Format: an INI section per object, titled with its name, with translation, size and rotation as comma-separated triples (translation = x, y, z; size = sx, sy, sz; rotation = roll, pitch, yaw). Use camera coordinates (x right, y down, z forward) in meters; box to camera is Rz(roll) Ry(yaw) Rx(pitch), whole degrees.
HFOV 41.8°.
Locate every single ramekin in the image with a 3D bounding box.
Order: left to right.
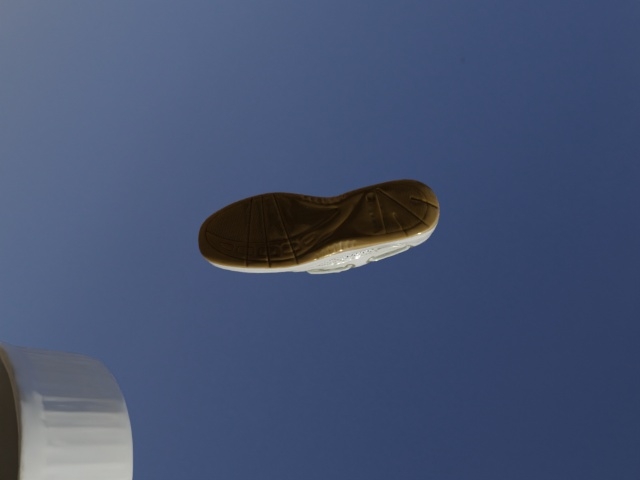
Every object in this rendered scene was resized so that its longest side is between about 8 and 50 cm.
[ramekin]
translation = -0.324, 0.251, 0.940
size = 0.277, 0.135, 0.277
rotation = -13, -107, 48

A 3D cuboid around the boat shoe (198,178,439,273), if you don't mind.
[boat shoe]
translation = 0.000, 0.000, 0.977
size = 0.277, 0.096, 0.098
rotation = -6, -115, 4
